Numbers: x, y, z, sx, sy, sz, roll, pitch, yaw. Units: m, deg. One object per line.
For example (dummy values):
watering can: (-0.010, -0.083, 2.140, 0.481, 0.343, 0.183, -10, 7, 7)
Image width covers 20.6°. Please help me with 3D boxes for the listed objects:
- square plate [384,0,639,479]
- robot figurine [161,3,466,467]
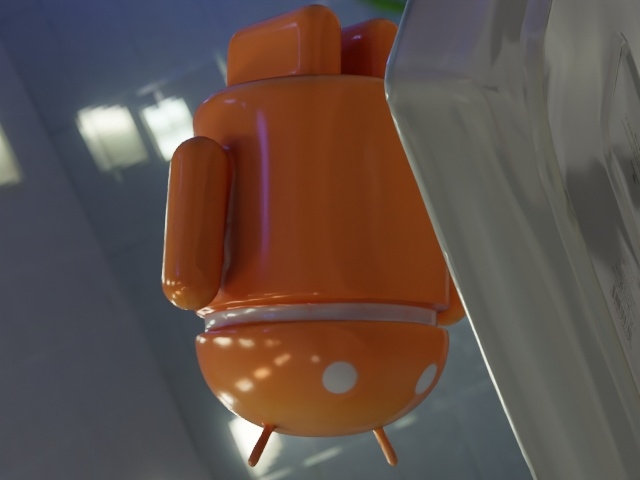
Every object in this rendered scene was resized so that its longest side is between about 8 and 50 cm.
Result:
square plate: (0.135, -0.032, 0.859, 0.344, 0.049, 0.347, -72, -36, -50)
robot figurine: (0.002, 0.000, 0.858, 0.158, 0.128, 0.219, 37, -129, -76)
